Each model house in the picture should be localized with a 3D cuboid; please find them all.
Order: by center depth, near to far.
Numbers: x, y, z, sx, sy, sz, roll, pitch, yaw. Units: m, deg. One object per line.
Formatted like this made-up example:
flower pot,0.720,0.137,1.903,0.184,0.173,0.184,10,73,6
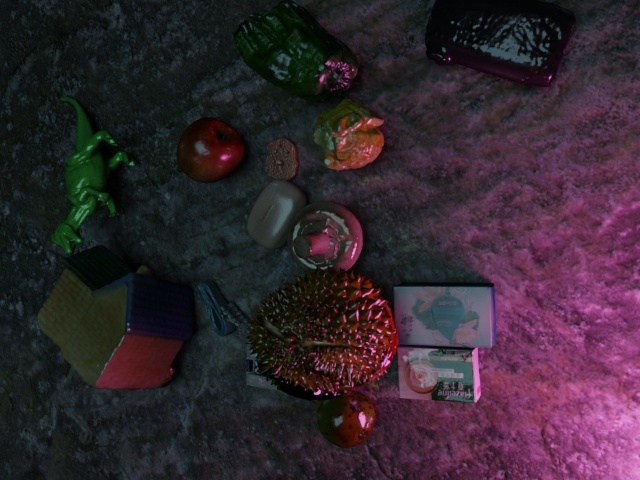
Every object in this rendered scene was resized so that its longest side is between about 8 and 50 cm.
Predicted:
model house,-0.589,0.207,1.764,0.382,0.335,0.342,30,91,27

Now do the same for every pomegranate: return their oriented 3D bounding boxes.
pomegranate,0.056,0.465,1.581,0.205,0.159,0.159,20,101,46

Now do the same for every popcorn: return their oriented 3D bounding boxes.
popcorn,0.072,-0.271,1.532,0.188,0.167,0.185,19,129,55

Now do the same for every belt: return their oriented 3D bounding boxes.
belt,-0.301,0.194,1.757,0.100,0.065,0.179,-37,79,30

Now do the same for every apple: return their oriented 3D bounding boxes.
apple,-0.316,-0.256,1.688,0.181,0.181,0.168,47,131,14

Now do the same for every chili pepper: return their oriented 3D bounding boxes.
chili pepper,-0.066,-0.499,1.581,0.385,0.167,0.213,39,91,29

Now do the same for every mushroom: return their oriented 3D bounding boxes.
mushroom,0.000,0.000,1.537,0.208,0.215,0.207,3,99,23

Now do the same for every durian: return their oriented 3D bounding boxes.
durian,0.014,0.230,1.453,0.348,0.384,0.347,-2,85,26

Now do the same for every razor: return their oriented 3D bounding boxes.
razor,0.417,-0.485,1.402,0.327,0.107,0.189,19,98,21

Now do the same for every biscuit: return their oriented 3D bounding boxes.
biscuit,-0.111,-0.228,1.681,0.102,0.019,0.130,-1,91,22

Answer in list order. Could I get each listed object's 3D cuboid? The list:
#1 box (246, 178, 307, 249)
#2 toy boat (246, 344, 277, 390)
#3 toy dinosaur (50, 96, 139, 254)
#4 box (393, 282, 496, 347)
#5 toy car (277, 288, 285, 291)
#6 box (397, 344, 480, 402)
box,-0.123,-0.073,1.655,0.146,0.088,0.200,34,103,19
toy boat,-0.076,0.363,1.653,0.296,0.088,0.129,4,93,23
toy dinosaur,-0.795,-0.215,1.883,0.500,0.144,0.374,37,86,30
box,0.312,0.184,1.481,0.245,0.092,0.153,-3,91,22
toy car,-0.095,0.203,1.643,0.139,0.112,0.112,16,98,22
box,0.300,0.333,1.501,0.199,0.081,0.135,-3,91,25
